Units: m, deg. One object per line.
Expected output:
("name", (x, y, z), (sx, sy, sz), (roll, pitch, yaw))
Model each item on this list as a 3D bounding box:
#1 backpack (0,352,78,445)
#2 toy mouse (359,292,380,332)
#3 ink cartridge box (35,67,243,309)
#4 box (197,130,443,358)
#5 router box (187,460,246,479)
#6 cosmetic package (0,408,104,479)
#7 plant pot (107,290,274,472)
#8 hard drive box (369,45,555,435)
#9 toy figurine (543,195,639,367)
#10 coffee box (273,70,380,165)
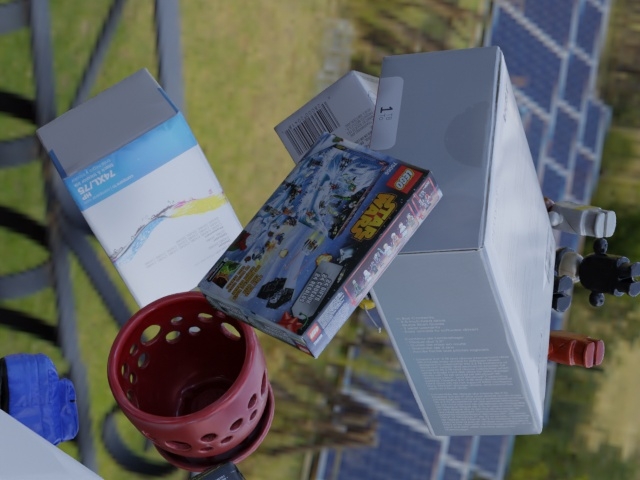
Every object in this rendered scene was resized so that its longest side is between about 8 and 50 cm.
("backpack", (-0.352, 0.196, 1.935), (0.098, 0.101, 0.120), (156, -75, -65))
("toy mouse", (0.008, 0.045, 1.939), (0.031, 0.143, 0.161), (93, 3, -54))
("ink cartridge box", (-0.261, -0.073, 2.362), (0.270, 0.197, 0.198), (63, -7, -32))
("box", (0.000, 0.000, 0.988), (0.137, 0.094, 0.027), (-51, 139, -18))
("router box", (-0.105, 0.183, 0.960), (0.122, 0.038, 0.092), (-30, 178, -22))
("cosmetic package", (-0.378, 0.213, 1.341), (0.365, 0.155, 0.197), (44, 44, -34))
("plant pot", (-0.151, 0.184, 1.983), (0.174, 0.191, 0.191), (65, 36, -54))
("hard drive box", (0.104, 0.006, 1.137), (0.232, 0.089, 0.181), (67, 26, -48))
("toy figurine", (0.335, 0.055, 2.229), (0.213, 0.148, 0.209), (-57, 135, -22))
("coffee box", (0.078, -0.024, 1.452), (0.246, 0.098, 0.141), (59, 19, 11))
